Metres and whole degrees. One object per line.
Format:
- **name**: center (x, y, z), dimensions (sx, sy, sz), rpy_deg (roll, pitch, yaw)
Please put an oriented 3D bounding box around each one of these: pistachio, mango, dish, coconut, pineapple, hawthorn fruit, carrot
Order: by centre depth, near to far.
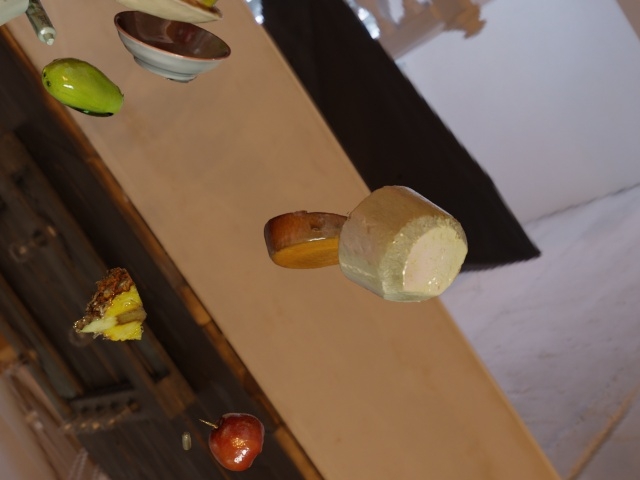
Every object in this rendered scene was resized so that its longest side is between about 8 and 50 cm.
- **mango**: center (-0.403, -0.267, 1.451), dimensions (0.074, 0.091, 0.165), rpy_deg (-26, 157, 32)
- **pistachio**: center (-0.312, -0.526, 1.611), dimensions (0.193, 0.318, 0.214), rpy_deg (-56, -156, 29)
- **coconut**: center (0.162, 0.005, 1.791), dimensions (0.239, 0.239, 0.244), rpy_deg (-36, -140, -20)
- **hawthorn fruit**: center (-0.183, 0.429, 1.820), dimensions (0.125, 0.140, 0.125), rpy_deg (-16, -154, 8)
- **dish**: center (-0.332, -0.414, 1.838), dimensions (0.260, 0.260, 0.085), rpy_deg (-46, 159, -62)
- **pineapple**: center (-0.518, 0.155, 1.998), dimensions (0.164, 0.140, 0.250), rpy_deg (-26, 152, -16)
- **carrot**: center (0.000, 0.000, 2.211), dimensions (0.307, 0.100, 0.258), rpy_deg (5, 160, -38)

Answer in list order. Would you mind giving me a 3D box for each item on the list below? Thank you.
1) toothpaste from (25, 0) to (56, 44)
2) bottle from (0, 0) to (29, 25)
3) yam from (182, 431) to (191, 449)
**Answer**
- **toothpaste**: center (-0.640, -0.509, 1.896), dimensions (0.064, 0.218, 0.041), rpy_deg (5, 130, -43)
- **bottle**: center (-0.696, -0.501, 1.763), dimensions (0.104, 0.104, 0.245), rpy_deg (-28, -163, 40)
- **yam**: center (-0.310, 0.464, 1.939), dimensions (0.021, 0.021, 0.116), rpy_deg (-36, 163, -22)
